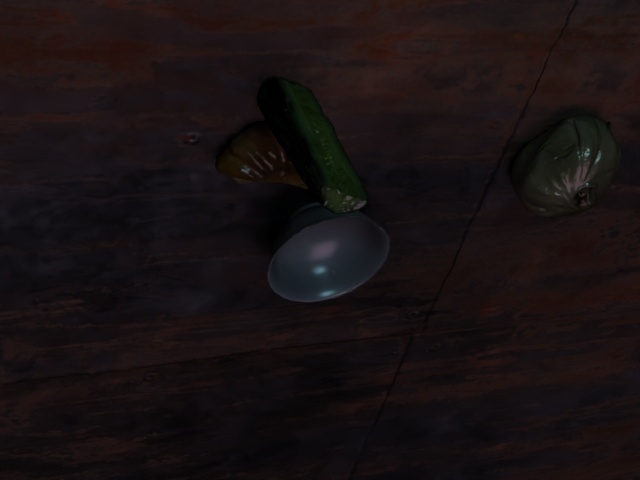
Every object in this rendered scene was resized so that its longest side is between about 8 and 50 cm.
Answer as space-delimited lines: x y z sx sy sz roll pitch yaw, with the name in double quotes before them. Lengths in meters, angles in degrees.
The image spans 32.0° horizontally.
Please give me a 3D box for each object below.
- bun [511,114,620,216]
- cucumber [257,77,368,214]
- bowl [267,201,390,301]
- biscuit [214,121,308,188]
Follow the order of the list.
"bun" 0.375 -0.099 1.668 0.166 0.113 0.173 -15 145 -8
"cucumber" -0.017 -0.110 1.391 0.078 0.211 0.062 12 131 -38
"bowl" 0.000 0.000 1.640 0.189 0.086 0.189 -14 142 -11
"biscuit" -0.046 -0.106 1.508 0.183 0.061 0.118 7 133 -31
